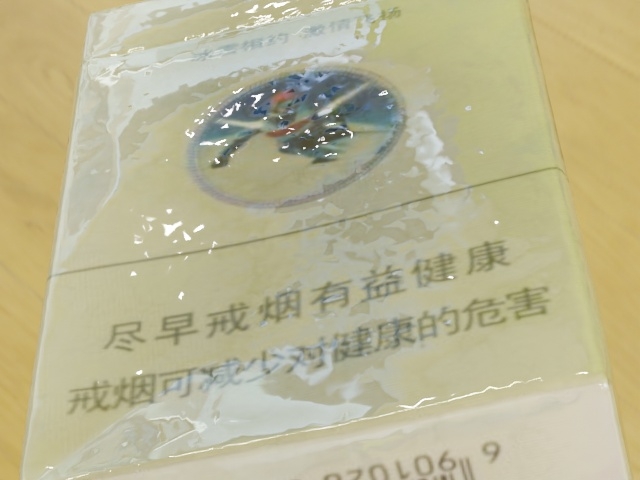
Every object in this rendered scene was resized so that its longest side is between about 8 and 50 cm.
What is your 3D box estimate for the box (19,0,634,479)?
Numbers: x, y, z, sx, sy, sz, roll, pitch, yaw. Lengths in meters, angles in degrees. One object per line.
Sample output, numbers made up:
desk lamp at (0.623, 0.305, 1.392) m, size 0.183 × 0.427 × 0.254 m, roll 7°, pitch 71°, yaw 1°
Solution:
box at (0.000, 0.000, 0.582) m, size 0.164 × 0.069 × 0.256 m, roll -12°, pitch 37°, yaw 7°
